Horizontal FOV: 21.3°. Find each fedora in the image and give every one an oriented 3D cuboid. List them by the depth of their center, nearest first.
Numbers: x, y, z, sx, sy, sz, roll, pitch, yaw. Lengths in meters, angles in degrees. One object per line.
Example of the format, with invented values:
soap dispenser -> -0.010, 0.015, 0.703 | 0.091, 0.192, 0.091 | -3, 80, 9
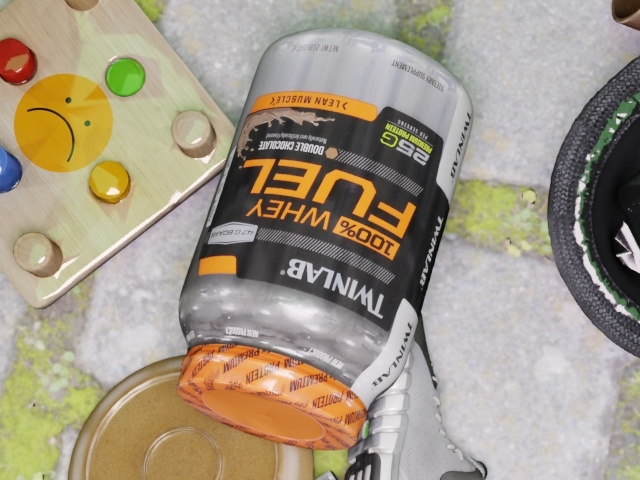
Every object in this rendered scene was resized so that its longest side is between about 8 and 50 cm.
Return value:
fedora -> 0.370, -0.037, 1.545 | 0.334, 0.152, 0.334 | 0, 90, 6

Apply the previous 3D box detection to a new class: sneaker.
sneaker -> 0.096, 0.173, 1.576 | 0.132, 0.086, 0.228 | 21, 63, -23

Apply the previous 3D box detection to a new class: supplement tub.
supplement tub -> 0.000, 0.000, 1.504 | 0.207, 0.207, 0.338 | 15, 70, 4

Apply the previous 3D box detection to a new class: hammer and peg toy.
hammer and peg toy -> -0.279, -0.144, 1.607 | 0.266, 0.127, 0.361 | -39, 81, -2

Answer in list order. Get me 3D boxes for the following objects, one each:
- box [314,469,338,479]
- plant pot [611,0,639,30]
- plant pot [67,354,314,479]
box -> -0.038, 0.348, 1.552 | 0.231, 0.056, 0.183 | -33, 80, -3
plant pot -> 0.424, -0.245, 1.573 | 0.230, 0.215, 0.215 | 27, 82, -8
plant pot -> -0.124, 0.210, 1.557 | 0.236, 0.032, 0.236 | -4, 65, 10
